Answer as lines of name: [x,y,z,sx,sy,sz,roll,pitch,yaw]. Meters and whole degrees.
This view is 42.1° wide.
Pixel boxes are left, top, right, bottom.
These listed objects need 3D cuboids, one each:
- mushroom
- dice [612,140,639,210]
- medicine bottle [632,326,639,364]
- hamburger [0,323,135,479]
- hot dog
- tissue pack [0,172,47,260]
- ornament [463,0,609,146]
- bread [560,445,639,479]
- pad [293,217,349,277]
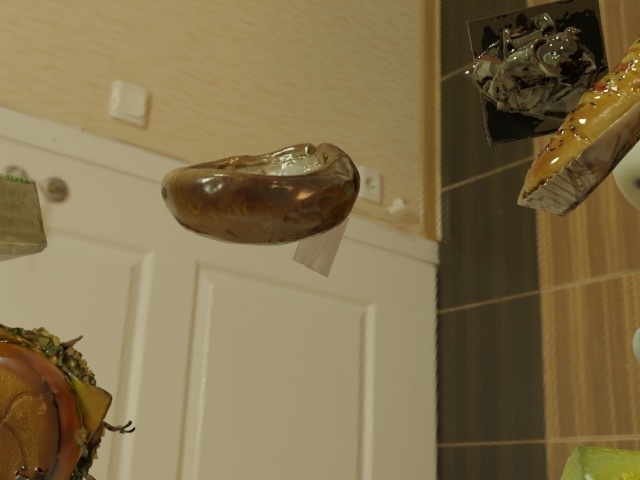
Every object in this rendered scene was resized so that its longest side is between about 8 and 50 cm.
mushroom: [-0.034,-0.026,0.483,0.123,0.123,0.052,14,110,54]
dice: [0.653,-0.184,1.290,0.304,0.277,0.304,11,72,48]
medicine bottle: [0.597,0.103,1.243,0.352,0.110,0.110,106,159,-59]
hamburger: [-0.352,0.210,0.975,0.262,0.139,0.243,35,98,10]
hot dog: [0.281,-0.124,0.793,0.252,0.069,0.131,-49,-5,-3]
tissue pack: [-0.461,-0.037,0.947,0.229,0.159,0.145,-11,84,23]
ornament: [0.247,-0.178,0.887,0.196,0.166,0.153,-73,-30,-77]
bread: [0.608,0.552,1.561,0.348,0.308,0.348,8,-90,-87]
pad: [0.000,0.000,1.532,0.113,0.006,0.188,-69,22,0]
